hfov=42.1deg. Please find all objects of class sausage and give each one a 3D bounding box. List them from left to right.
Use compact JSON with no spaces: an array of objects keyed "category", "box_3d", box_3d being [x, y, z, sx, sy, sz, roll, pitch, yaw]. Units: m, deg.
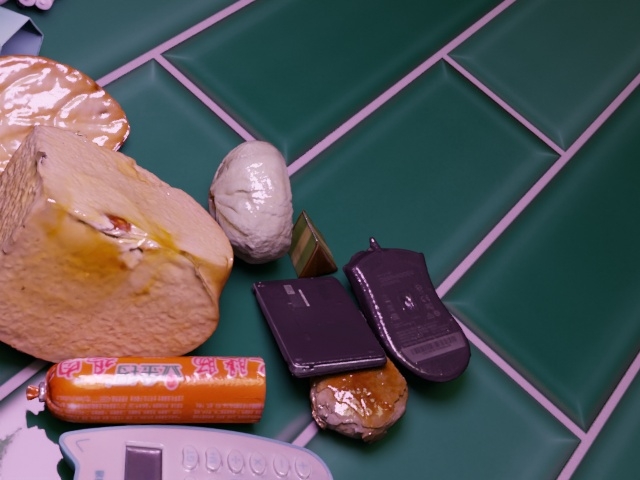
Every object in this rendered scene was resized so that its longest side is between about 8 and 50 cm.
[{"category":"sausage","box_3d":[-0.232,0.200,1.122,0.312,0.093,0.093,4,57,-19]}]

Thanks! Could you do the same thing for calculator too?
[{"category":"calculator","box_3d":[-0.140,0.346,1.049,0.386,0.054,0.256,7,37,-16]}]

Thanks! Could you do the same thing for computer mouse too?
[{"category":"computer mouse","box_3d":[0.126,0.114,1.307,0.147,0.088,0.264,-7,63,-30]}]

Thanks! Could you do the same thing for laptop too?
[{"category":"laptop","box_3d":[-0.003,0.121,1.248,0.154,0.026,0.207,-4,35,-21]}]

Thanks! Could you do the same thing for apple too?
[{"category":"apple","box_3d":[-0.287,0.018,1.131,0.309,0.252,0.314,29,67,-37]}]

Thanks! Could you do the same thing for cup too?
[{"category":"cup","box_3d":[-0.583,-0.340,1.328,0.236,0.134,0.148,29,51,1]}]

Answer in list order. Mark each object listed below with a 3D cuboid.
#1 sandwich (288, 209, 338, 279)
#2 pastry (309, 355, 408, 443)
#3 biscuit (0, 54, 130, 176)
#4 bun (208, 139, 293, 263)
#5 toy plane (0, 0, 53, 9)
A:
[{"category":"sandwich","box_3d":[0.000,0.000,1.322,0.074,0.116,0.074,-12,64,-25]},{"category":"pastry","box_3d":[0.055,0.222,1.220,0.153,0.081,0.153,6,59,-10]},{"category":"biscuit","box_3d":[-0.426,-0.182,1.291,0.260,0.041,0.203,0,89,-28]},{"category":"bun","box_3d":[-0.111,-0.055,1.275,0.118,0.195,0.195,-8,61,-11]},{"category":"toy plane","box_3d":[-0.556,-0.493,1.430,0.252,0.118,0.252,22,45,-23]}]
